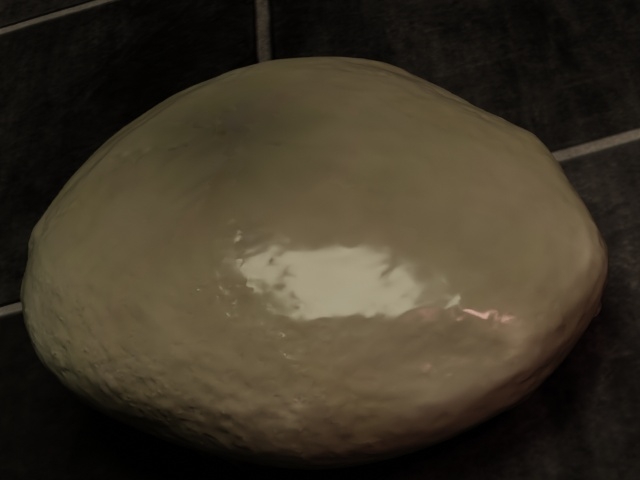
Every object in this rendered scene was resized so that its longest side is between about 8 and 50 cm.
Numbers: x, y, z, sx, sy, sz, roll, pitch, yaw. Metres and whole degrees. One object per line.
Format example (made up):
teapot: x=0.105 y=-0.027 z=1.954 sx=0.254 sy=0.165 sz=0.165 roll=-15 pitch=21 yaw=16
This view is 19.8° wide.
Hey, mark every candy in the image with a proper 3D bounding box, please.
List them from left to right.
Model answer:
candy: x=0.000 y=0.000 z=1.282 sx=0.427 sy=0.186 sz=0.386 roll=23 pitch=49 yaw=40
